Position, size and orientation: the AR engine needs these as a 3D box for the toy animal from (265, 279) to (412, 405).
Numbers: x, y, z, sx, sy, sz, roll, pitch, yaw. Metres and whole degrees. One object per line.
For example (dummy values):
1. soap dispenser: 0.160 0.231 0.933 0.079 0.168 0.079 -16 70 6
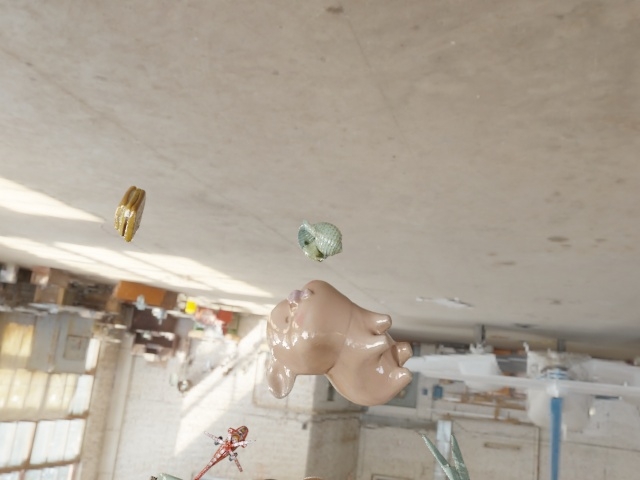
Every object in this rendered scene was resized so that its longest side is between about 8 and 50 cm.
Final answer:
1. toy animal: 0.036 0.225 1.359 0.269 0.237 0.326 -22 119 22

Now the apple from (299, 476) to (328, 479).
1. apple: -0.011 0.676 1.488 0.173 0.210 0.234 18 147 33

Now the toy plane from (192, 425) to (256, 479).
1. toy plane: -0.243 0.532 1.544 0.126 0.194 0.077 24 171 7

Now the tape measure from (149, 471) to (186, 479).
1. tape measure: -0.271 0.685 1.615 0.351 0.097 0.215 11 155 15

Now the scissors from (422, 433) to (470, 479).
1. scissors: 0.369 0.648 1.593 0.256 0.383 0.029 -1 133 -26

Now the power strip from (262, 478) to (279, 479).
1. power strip: -0.153 0.787 1.880 0.154 0.154 0.078 10 132 -16

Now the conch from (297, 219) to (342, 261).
1. conch: 0.006 0.001 2.052 0.102 0.135 0.153 4 -152 -46

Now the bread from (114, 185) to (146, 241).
1. bread: -0.584 -0.085 1.956 0.077 0.116 0.200 18 -158 -13
